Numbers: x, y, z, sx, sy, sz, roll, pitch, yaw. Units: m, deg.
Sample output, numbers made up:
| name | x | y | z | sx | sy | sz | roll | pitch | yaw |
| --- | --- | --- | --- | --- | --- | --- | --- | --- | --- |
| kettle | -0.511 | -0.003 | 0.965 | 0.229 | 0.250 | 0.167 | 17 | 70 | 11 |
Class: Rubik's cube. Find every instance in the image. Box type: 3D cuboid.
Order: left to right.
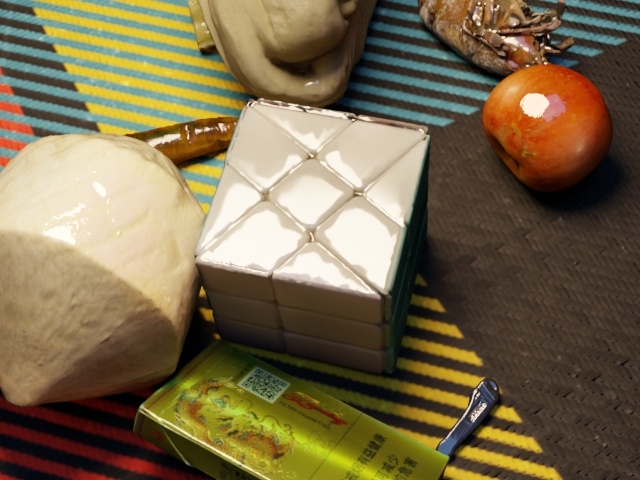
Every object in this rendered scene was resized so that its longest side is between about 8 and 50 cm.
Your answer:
| name | x | y | z | sx | sy | sz | roll | pitch | yaw |
| --- | --- | --- | --- | --- | --- | --- | --- | --- | --- |
| Rubik's cube | 0.000 | 0.000 | 1.263 | 0.221 | 0.224 | 0.231 | 11 | 61 | 10 |

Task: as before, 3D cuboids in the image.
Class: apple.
| name | x | y | z | sx | sy | sz | roll | pitch | yaw |
| --- | --- | --- | --- | --- | --- | --- | --- | --- | --- |
| apple | 0.291 | -0.146 | 1.379 | 0.139 | 0.163 | 0.163 | -37 | 63 | 2 |

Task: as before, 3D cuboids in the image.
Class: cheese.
| name | x | y | z | sx | sy | sz | roll | pitch | yaw |
| --- | --- | --- | --- | --- | --- | --- | --- | --- | --- |
| cheese | -0.157 | -0.313 | 1.569 | 0.060 | 0.041 | 0.084 | -19 | 75 | -1 |

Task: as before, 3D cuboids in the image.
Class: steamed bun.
| name | x | y | z | sx | sy | sz | roll | pitch | yaw |
| --- | --- | --- | --- | --- | --- | --- | --- | --- | --- |
| steamed bun | -0.051 | -0.370 | 1.433 | 0.255 | 0.342 | 0.367 | 11 | 44 | 9 |

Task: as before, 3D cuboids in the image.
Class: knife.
| name | x | y | z | sx | sy | sz | roll | pitch | yaw |
| --- | --- | --- | --- | --- | --- | --- | --- | --- | --- |
| knife | 0.168 | 0.209 | 1.251 | 0.031 | 0.018 | 0.121 | 38 | 67 | 14 |

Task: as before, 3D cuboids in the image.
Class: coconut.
| name | x | y | z | sx | sy | sz | roll | pitch | yaw |
| --- | --- | --- | --- | --- | --- | --- | --- | --- | --- |
| coconut | -0.272 | 0.048 | 1.212 | 0.329 | 0.329 | 0.329 | -1 | 59 | 1 |

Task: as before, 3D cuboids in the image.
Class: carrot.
| name | x | y | z | sx | sy | sz | roll | pitch | yaw |
| --- | --- | --- | --- | --- | --- | --- | --- | --- | --- |
| carrot | -0.238 | -0.119 | 1.446 | 0.314 | 0.066 | 0.066 | -13 | 59 | -10 |

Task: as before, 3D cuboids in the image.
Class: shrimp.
| name | x | y | z | sx | sy | sz | roll | pitch | yaw |
| --- | --- | --- | --- | --- | --- | --- | --- | --- | --- |
| shrimp | 0.275 | -0.286 | 1.494 | 0.145 | 0.116 | 0.343 | -44 | 66 | -6 |

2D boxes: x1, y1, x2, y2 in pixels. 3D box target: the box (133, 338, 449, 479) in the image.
| name | x | y | z | sx | sy | sz | roll | pitch | yaw |
| --- | --- | --- | --- | --- | --- | --- | --- | --- | --- |
| box | -0.029 | 0.225 | 1.188 | 0.311 | 0.043 | 0.173 | 25 | 31 | 15 |
